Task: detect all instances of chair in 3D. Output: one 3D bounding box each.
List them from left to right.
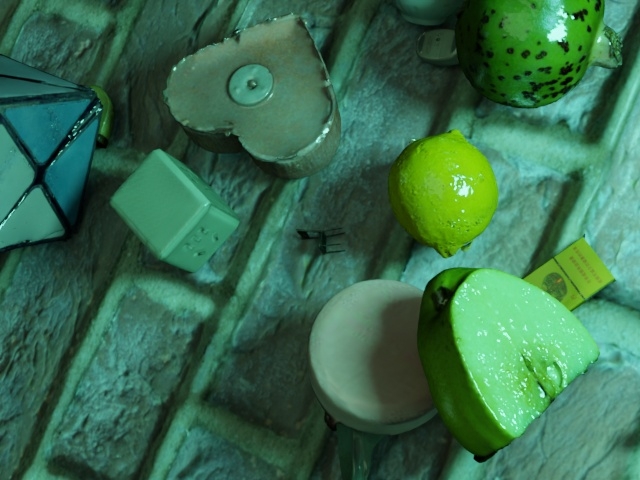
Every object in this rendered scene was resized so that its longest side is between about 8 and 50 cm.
[{"bbox_3d":[-0.001,0.002,1.792,0.086,0.037,0.042,-2,65,18],"label":"chair"}]

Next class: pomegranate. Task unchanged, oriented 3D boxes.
[{"bbox_3d":[0.346,-0.332,1.636,0.271,0.254,0.254,13,82,13],"label":"pomegranate"}]

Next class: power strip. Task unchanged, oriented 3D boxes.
[{"bbox_3d":[-0.278,-0.070,1.865,0.139,0.140,0.224,-48,66,6],"label":"power strip"}]

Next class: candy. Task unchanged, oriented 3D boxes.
[{"bbox_3d":[0.093,0.188,1.631,0.255,0.094,0.255,1,63,-1],"label":"candy"}]

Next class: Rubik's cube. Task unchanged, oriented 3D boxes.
[{"bbox_3d":[-0.621,-0.169,1.896,0.310,0.307,0.305,26,110,24],"label":"Rubik's cube"}]

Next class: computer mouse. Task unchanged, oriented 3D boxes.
[{"bbox_3d":[0.214,-0.332,1.790,0.096,0.039,0.066,7,79,31],"label":"computer mouse"}]

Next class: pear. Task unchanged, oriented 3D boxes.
[{"bbox_3d":[0.237,0.166,1.520,0.159,0.292,0.292,-39,60,48],"label":"pear"}]

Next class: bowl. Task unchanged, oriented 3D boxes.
[{"bbox_3d":[0.182,-0.424,1.782,0.189,0.189,0.086,22,125,25],"label":"bowl"}]

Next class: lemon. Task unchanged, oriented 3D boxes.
[{"bbox_3d":[0.196,-0.074,1.660,0.173,0.173,0.206,-13,84,18],"label":"lemon"}]

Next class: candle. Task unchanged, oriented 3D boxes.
[{"bbox_3d":[-0.100,-0.266,1.856,0.317,0.131,0.287,19,78,15],"label":"candle"}]

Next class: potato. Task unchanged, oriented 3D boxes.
[{"bbox_3d":[-0.433,-0.241,2.011,0.096,0.066,0.103,22,84,21],"label":"potato"}]

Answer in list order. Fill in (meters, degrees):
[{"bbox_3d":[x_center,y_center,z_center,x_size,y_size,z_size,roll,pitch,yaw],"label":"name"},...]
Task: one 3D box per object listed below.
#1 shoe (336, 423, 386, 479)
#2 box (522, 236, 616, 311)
[{"bbox_3d":[0.072,0.306,1.678,0.078,0.079,0.195,11,63,-18],"label":"shoe"},{"bbox_3d":[0.375,0.074,1.631,0.155,0.023,0.087,-37,69,10],"label":"box"}]
